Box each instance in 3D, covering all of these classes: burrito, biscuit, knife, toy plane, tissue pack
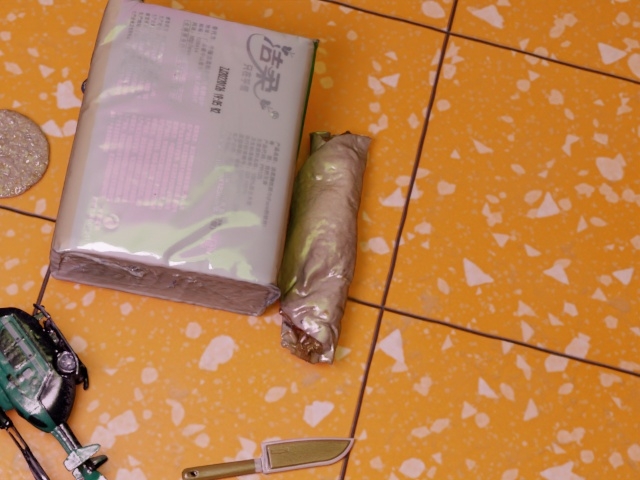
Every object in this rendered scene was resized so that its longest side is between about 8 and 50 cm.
[{"bbox_3d":[0.000,0.000,2.068,0.117,0.076,0.392,7,66,4],"label":"burrito"},{"bbox_3d":[-0.490,-0.133,2.095,0.152,0.020,0.152,2,70,-6],"label":"biscuit"},{"bbox_3d":[-0.074,0.312,1.964,0.256,0.022,0.046,-7,66,-9],"label":"knife"},{"bbox_3d":[-0.394,0.228,1.926,0.155,0.106,0.382,-34,77,-11],"label":"toy plane"},{"bbox_3d":[-0.199,-0.120,2.013,0.331,0.205,0.405,11,70,-7],"label":"tissue pack"}]

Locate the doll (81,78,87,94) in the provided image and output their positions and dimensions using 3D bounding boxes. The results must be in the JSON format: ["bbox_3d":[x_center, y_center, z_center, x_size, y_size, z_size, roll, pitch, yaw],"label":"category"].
[{"bbox_3d":[-0.315,-0.241,2.152,0.125,0.027,0.037,-2,68,-7],"label":"doll"}]
